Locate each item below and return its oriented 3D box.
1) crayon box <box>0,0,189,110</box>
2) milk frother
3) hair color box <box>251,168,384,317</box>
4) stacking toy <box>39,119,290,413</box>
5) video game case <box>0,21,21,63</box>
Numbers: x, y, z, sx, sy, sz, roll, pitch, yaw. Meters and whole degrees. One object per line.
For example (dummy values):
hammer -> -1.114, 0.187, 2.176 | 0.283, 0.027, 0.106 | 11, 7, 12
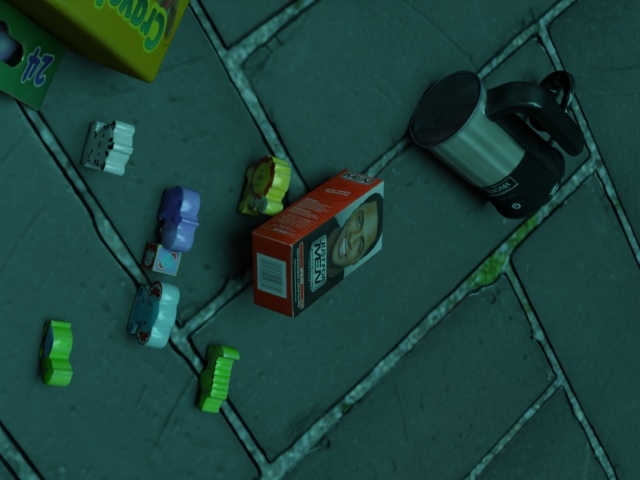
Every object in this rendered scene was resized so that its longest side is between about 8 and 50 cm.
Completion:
crayon box -> -0.133, -0.242, 0.793 | 0.323, 0.083, 0.203 | -66, 168, -2
milk frother -> 0.173, -0.120, 1.118 | 0.134, 0.129, 0.143 | 36, 32, -33
hair color box -> 0.000, 0.000, 0.993 | 0.141, 0.043, 0.072 | -37, 136, -47
stacking toy -> -0.121, 0.023, 0.939 | 0.167, 0.052, 0.221 | 14, 88, -36
video game case -> -0.256, -0.152, 0.764 | 0.274, 0.026, 0.196 | -56, 165, -17
